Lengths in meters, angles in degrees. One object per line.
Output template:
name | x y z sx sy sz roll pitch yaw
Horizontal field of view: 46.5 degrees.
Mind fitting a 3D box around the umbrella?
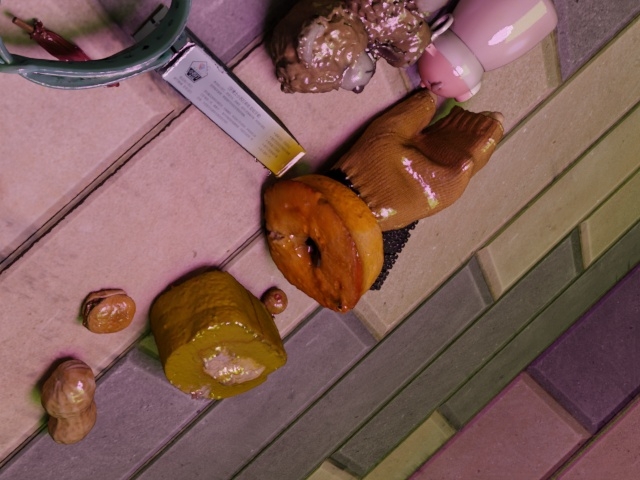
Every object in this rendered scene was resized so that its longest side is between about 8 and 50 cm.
umbrella | -0.298 -0.223 0.885 0.165 0.025 0.027 31 84 -58

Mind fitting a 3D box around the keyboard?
keyboard | 0.162 -0.019 1.576 0.106 0.027 0.317 -1 127 -45

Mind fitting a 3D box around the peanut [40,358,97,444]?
peanut | -0.419 0.275 1.242 0.089 0.089 0.193 -19 138 -32

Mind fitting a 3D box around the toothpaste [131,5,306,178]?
toothpaste | -0.130 -0.193 1.036 0.071 0.089 0.313 -41 147 8

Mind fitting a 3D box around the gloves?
gloves | 0.169 -0.142 1.330 0.356 0.203 0.155 -32 167 -9

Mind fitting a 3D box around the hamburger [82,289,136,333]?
hamburger | -0.338 0.116 1.188 0.083 0.044 0.076 -7 132 -45

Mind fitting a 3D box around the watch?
watch | -0.258 -0.263 0.810 0.237 0.068 0.195 -32 127 -20

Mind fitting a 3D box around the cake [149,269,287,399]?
cake | -0.182 0.177 1.320 0.179 0.156 0.260 -30 141 7

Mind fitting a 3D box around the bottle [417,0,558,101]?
bottle | 0.263 -0.336 1.246 0.236 0.148 0.147 -42 147 10

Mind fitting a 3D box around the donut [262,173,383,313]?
donut | 0.001 0.002 1.253 0.118 0.253 0.254 -38 147 -28

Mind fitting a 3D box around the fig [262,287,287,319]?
fig | -0.091 0.128 1.457 0.050 0.050 0.083 -25 155 -26

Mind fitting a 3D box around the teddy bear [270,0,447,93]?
teddy bear | 0.045 -0.297 1.048 0.256 0.156 0.267 -41 176 -12
